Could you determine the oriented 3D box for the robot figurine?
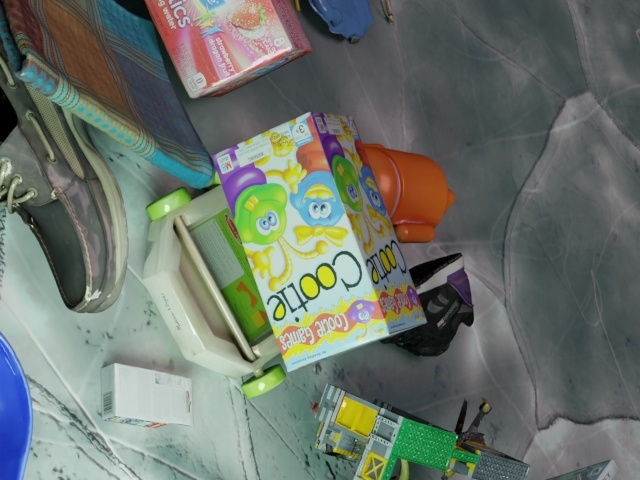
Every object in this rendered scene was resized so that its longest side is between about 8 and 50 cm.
[{"bbox_3d":[0.091,-0.067,1.936,0.219,0.128,0.158,5,80,-47],"label":"robot figurine"}]

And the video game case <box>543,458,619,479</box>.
[{"bbox_3d":[0.294,0.377,1.888,0.183,0.201,0.023,-36,97,-49],"label":"video game case"}]

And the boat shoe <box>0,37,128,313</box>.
[{"bbox_3d":[-0.320,-0.079,1.517,0.130,0.132,0.355,-8,69,-38],"label":"boat shoe"}]

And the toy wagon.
[{"bbox_3d":[-0.080,0.032,1.745,0.344,0.068,0.267,-33,97,-52],"label":"toy wagon"}]

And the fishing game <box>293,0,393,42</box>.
[{"bbox_3d":[0.022,-0.391,2.079,0.264,0.041,0.189,-13,90,-55],"label":"fishing game"}]

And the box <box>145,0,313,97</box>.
[{"bbox_3d":[-0.145,-0.347,1.757,0.300,0.154,0.142,65,13,-1],"label":"box"}]

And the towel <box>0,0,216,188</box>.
[{"bbox_3d":[-0.256,-0.219,1.547,0.370,0.040,0.271,34,27,-60],"label":"towel"}]

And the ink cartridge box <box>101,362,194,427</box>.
[{"bbox_3d":[-0.199,0.182,1.583,0.115,0.029,0.062,17,60,-43],"label":"ink cartridge box"}]

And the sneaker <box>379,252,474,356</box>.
[{"bbox_3d":[0.137,0.113,1.922,0.283,0.107,0.124,-25,97,-49],"label":"sneaker"}]

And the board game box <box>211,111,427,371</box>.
[{"bbox_3d":[0.000,0.000,1.659,0.142,0.144,0.275,-7,76,-68],"label":"board game box"}]

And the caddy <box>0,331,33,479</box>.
[{"bbox_3d":[-0.395,0.206,1.248,0.241,0.179,0.341,29,53,-37],"label":"caddy"}]

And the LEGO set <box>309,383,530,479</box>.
[{"bbox_3d":[0.099,0.320,1.769,0.331,0.192,0.255,12,94,-36],"label":"LEGO set"}]
